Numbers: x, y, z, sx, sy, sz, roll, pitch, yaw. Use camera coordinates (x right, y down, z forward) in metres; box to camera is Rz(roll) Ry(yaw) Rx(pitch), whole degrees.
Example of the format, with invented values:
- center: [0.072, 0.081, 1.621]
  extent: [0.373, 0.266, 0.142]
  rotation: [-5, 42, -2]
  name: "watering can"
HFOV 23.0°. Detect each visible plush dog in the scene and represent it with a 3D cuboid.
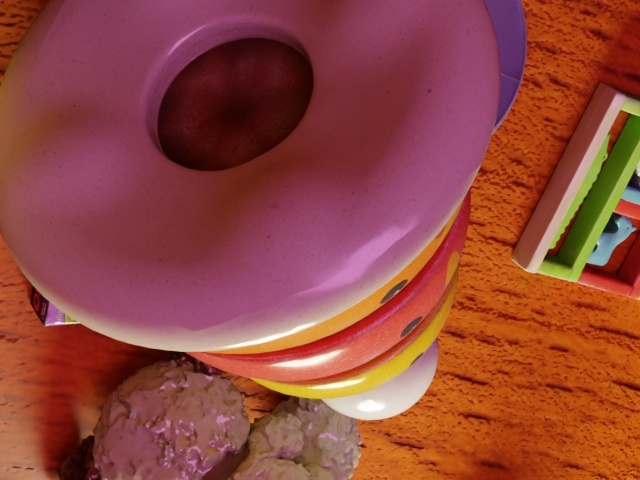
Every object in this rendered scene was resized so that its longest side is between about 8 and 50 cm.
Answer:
- center: [-0.099, 0.205, 1.353]
  extent: [0.262, 0.210, 0.225]
  rotation: [-45, 104, -3]
  name: "plush dog"

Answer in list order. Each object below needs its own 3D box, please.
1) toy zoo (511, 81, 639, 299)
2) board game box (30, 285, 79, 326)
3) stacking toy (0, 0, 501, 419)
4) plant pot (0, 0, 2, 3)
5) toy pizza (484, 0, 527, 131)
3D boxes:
- center: [0.341, -0.031, 1.557]
  extent: [0.293, 0.030, 0.192]
  rotation: [15, 109, -36]
  name: "toy zoo"
- center: [-0.059, -0.037, 1.307]
  extent: [0.347, 0.056, 0.208]
  rotation: [-2, 114, -30]
  name: "board game box"
- center: [0.000, 0.000, 1.192]
  extent: [0.350, 0.350, 0.480]
  rotation: [-40, 148, -5]
  name: "stacking toy"
- center: [-0.327, -0.246, 0.918]
  extent: [0.291, 0.203, 0.291]
  rotation: [-15, 124, -23]
  name: "plant pot"
- center: [0.084, -0.163, 1.291]
  extent: [0.201, 0.032, 0.201]
  rotation: [-4, 97, -30]
  name: "toy pizza"
